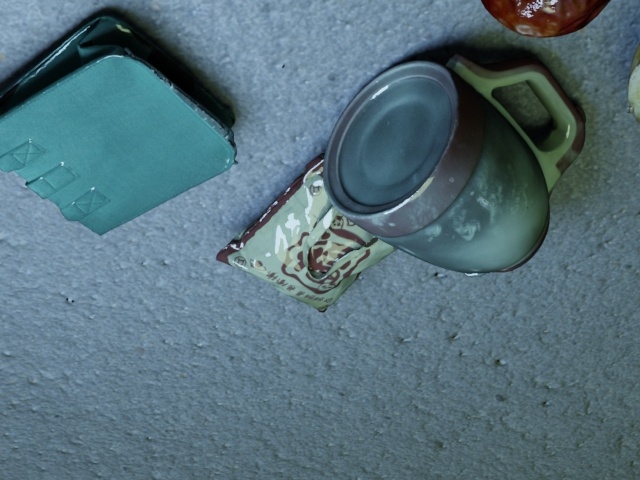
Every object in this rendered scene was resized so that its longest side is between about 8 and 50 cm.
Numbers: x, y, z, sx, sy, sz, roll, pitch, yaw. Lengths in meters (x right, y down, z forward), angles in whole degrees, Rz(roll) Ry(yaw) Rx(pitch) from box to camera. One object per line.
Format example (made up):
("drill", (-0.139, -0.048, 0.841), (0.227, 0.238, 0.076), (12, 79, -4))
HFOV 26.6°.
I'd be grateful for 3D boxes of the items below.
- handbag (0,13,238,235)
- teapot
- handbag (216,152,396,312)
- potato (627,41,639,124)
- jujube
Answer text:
("handbag", (-0.281, -0.152, 1.791), (0.274, 0.100, 0.269), (-30, 134, 25))
("teapot", (0.210, -0.104, 1.823), (0.312, 0.233, 0.315), (31, 98, -40))
("handbag", (0.000, 0.000, 1.947), (0.213, 0.127, 0.235), (31, 124, -29))
("potato", (0.514, -0.233, 1.767), (0.239, 0.116, 0.299), (-8, 147, 12))
("jujube", (0.274, -0.351, 1.570), (0.183, 0.183, 0.243), (10, 134, -15))
